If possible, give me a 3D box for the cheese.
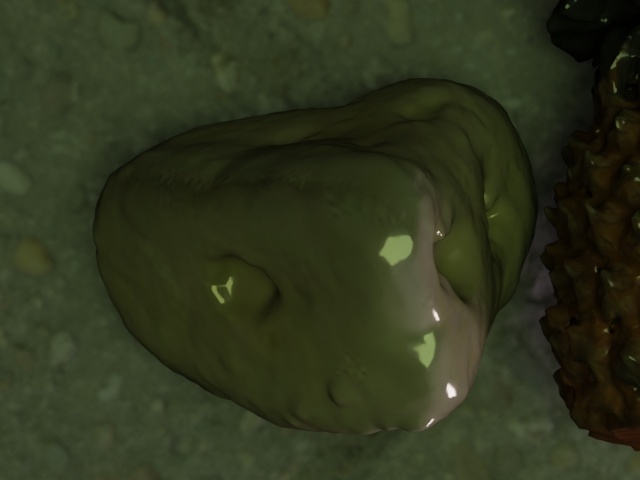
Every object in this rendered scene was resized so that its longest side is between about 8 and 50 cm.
[{"bbox_3d":[0.000,0.002,1.125,0.248,0.251,0.173,-2,114,28],"label":"cheese"}]

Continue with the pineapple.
[{"bbox_3d":[0.222,-0.061,1.126,0.223,0.223,0.357,-5,79,-7],"label":"pineapple"}]
